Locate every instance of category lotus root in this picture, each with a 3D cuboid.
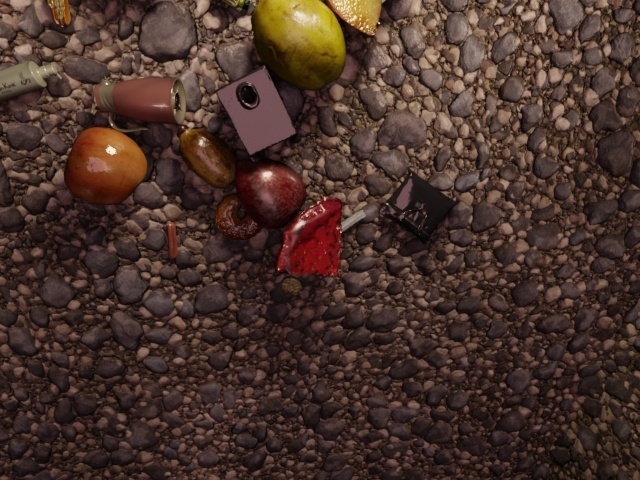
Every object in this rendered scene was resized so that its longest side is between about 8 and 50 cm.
[{"bbox_3d":[-0.387,-0.289,1.540,0.145,0.128,0.260,-46,114,-5],"label":"lotus root"}]

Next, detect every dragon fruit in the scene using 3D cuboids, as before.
[{"bbox_3d":[0.000,0.000,1.647,0.241,0.302,0.329,27,90,4],"label":"dragon fruit"}]

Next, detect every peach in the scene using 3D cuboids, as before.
[{"bbox_3d":[0.093,-0.754,1.381,0.189,0.068,0.279,-26,103,-11],"label":"peach"}]

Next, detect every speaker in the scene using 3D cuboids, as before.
[{"bbox_3d":[-0.195,-0.415,1.463,0.184,0.232,0.253,-26,112,3],"label":"speaker"}]

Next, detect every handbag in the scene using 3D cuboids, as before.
[{"bbox_3d":[0.374,-0.126,1.741,0.255,0.088,0.211,31,98,-17],"label":"handbag"}]

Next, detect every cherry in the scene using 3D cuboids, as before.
[{"bbox_3d":[-0.174,-0.168,1.563,0.300,0.203,0.230,41,76,-28],"label":"cherry"}]

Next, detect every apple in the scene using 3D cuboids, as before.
[{"bbox_3d":[-0.691,-0.234,1.459,0.254,0.253,0.253,-3,111,-8],"label":"apple"}]

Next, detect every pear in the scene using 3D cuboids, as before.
[{"bbox_3d":[-0.066,-0.614,1.391,0.269,0.269,0.321,-41,121,8],"label":"pear"}]

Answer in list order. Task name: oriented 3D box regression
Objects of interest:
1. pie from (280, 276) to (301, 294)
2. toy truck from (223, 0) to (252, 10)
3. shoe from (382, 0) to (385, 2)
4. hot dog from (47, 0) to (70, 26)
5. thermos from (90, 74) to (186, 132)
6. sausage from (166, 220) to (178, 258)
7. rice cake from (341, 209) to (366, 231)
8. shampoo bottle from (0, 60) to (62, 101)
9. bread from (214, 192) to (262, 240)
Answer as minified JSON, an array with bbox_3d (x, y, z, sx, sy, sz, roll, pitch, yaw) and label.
[{"bbox_3d":[-0.120,0.182,1.821,0.085,0.017,0.085,-3,112,-6],"label":"pie"},{"bbox_3d":[-0.221,-0.839,1.349,0.129,0.135,0.259,27,102,-18],"label":"toy truck"},{"bbox_3d":[0.215,-0.892,1.406,0.159,0.124,0.316,37,96,-20],"label":"shoe"},{"bbox_3d":[-0.791,-0.715,1.358,0.057,0.041,0.132,-2,111,-9],"label":"hot dog"},{"bbox_3d":[-0.583,-0.436,1.447,0.266,0.146,0.176,1,103,0],"label":"thermos"},{"bbox_3d":[-0.552,-0.001,1.677,0.030,0.035,0.146,-16,118,-38],"label":"sausage"},{"bbox_3d":[0.097,-0.057,1.754,0.180,0.030,0.042,-34,107,5],"label":"rice cake"},{"bbox_3d":[-0.950,-0.491,1.397,0.263,0.085,0.085,-19,113,-2],"label":"shampoo bottle"},{"bbox_3d":[-0.294,-0.085,1.668,0.194,0.064,0.193,-2,108,-8],"label":"bread"}]
